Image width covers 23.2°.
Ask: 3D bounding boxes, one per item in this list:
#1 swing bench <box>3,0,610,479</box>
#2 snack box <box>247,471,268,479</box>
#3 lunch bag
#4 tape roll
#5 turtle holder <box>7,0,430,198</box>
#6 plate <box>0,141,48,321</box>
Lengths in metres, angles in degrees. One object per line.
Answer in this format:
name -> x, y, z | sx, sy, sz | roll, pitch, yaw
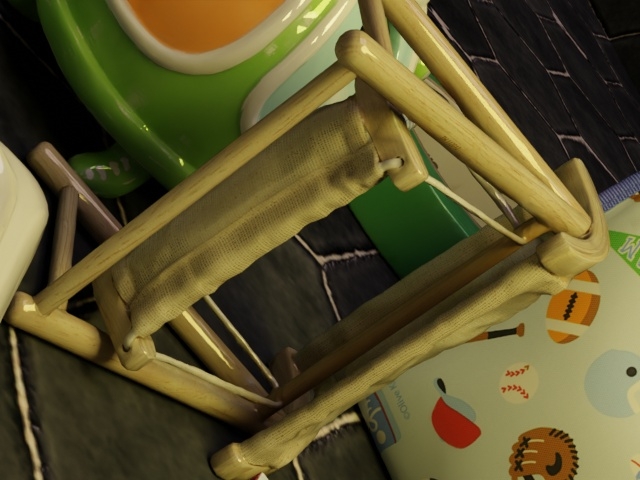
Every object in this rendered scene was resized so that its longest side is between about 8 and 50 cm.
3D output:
swing bench -> 0.000, 0.000, 0.902 | 0.255, 0.253, 0.165 | 42, 24, -29
snack box -> -0.028, 0.196, 0.750 | 0.141, 0.100, 0.037 | 54, 21, -3
lunch bag -> 0.266, 0.134, 1.089 | 0.239, 0.385, 0.328 | 20, 39, -57
tape roll -> 0.118, -0.049, 1.493 | 0.321, 0.077, 0.321 | 46, 22, -24
turtle holder -> -0.032, -0.130, 1.071 | 0.320, 0.227, 0.243 | 38, 25, -37
plate -> -0.236, -0.033, 0.684 | 0.278, 0.045, 0.277 | 47, 28, -24
